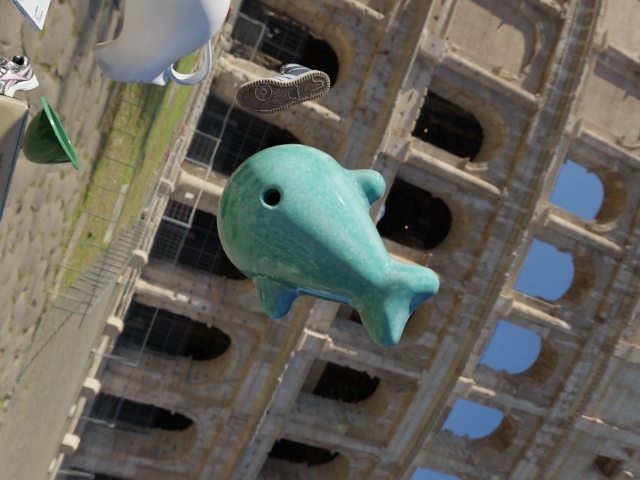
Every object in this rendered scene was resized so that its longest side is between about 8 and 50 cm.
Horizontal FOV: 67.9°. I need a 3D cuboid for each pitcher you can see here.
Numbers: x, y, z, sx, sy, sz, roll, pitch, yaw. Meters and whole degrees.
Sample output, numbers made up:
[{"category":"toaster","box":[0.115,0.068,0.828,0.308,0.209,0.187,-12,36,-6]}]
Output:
[{"category":"pitcher","box":[-0.203,-0.314,0.692,0.207,0.178,0.125,-38,-109,32]}]

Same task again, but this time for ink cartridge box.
[{"category":"ink cartridge box","box":[-0.663,-0.169,0.863,0.088,0.193,0.234,38,-71,55]}]

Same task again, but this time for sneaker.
[{"category":"sneaker","box":[-0.130,-0.450,1.399,0.153,0.282,0.099,47,-32,50]},{"category":"sneaker","box":[-0.696,-0.355,1.029,0.178,0.072,0.077,-79,178,-54]}]

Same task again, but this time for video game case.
[{"category":"video game case","box":[-0.756,-0.660,1.202,0.173,0.022,0.190,69,10,-58]}]

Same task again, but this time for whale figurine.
[{"category":"whale figurine","box":[0.000,0.000,0.542,0.216,0.272,0.141,-49,162,-4]}]

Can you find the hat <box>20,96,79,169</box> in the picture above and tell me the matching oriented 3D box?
[{"category":"hat","box":[-0.682,-0.210,1.095,0.173,0.184,0.208,61,-17,19]}]
